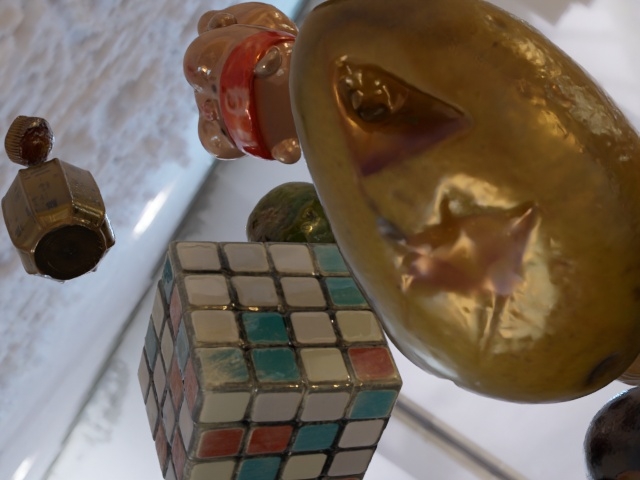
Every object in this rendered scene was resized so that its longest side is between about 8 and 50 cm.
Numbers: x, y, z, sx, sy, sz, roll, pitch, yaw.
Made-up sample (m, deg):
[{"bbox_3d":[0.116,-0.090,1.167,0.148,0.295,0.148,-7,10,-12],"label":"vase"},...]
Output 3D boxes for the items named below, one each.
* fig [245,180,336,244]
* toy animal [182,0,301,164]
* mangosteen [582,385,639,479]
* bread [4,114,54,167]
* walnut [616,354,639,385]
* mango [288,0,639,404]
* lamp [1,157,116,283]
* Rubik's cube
[{"bbox_3d":[-0.002,-0.010,1.794,0.167,0.234,0.167,0,-90,64],"label":"fig"},{"bbox_3d":[-0.072,-0.177,1.298,0.171,0.171,0.197,-56,-159,23],"label":"toy animal"},{"bbox_3d":[0.378,0.258,1.265,0.210,0.210,0.210,-56,180,0],"label":"mangosteen"},{"bbox_3d":[-0.460,-0.158,1.834,0.085,0.053,0.085,-38,134,-55],"label":"bread"},{"bbox_3d":[0.611,0.131,2.273,0.285,0.285,0.296,-56,175,-36],"label":"walnut"},{"bbox_3d":[0.116,-0.038,0.875,0.253,0.365,0.182,-33,-170,29],"label":"mango"},{"bbox_3d":[-0.403,-0.031,1.766,0.161,0.161,0.185,-56,-145,20],"label":"lamp"},{"bbox_3d":[-0.075,0.172,1.460,0.256,0.259,0.253,-112,-149,-43],"label":"Rubik's cube"}]
